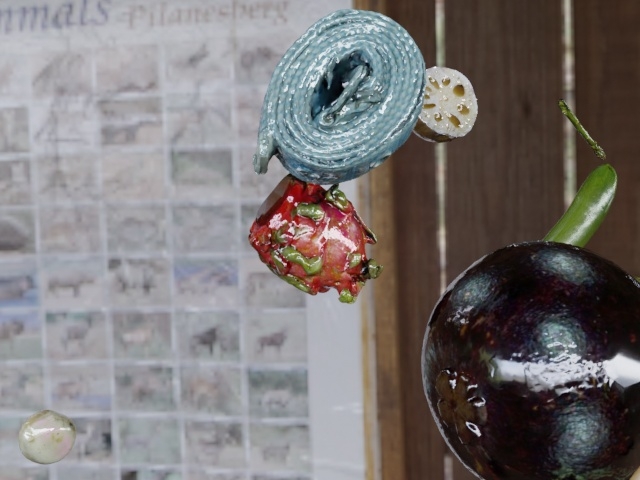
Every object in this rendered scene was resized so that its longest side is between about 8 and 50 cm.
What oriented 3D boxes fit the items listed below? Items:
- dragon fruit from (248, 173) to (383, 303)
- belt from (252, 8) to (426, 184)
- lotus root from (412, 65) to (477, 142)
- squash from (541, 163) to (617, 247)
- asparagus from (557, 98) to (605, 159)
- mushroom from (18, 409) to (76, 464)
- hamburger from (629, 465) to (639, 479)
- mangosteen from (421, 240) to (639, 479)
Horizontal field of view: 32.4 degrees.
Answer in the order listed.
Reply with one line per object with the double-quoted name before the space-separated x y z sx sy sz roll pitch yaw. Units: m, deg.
"dragon fruit" 0.000 0.000 1.519 0.172 0.160 0.166 35 -46 -21
"belt" 0.022 -0.133 1.028 0.148 0.163 0.082 12 -13 0
"lotus root" 0.200 -0.220 1.825 0.112 0.122 0.081 17 -19 -7
"squash" 0.455 -0.026 1.962 0.069 0.258 0.069 36 -7 5
"asparagus" 0.366 -0.154 1.537 0.166 0.013 0.016 37 13 -47
"mushroom" -0.398 0.285 1.599 0.083 0.083 0.067 -2 17 -27
"hamburger" 0.347 0.251 0.828 0.276 0.276 0.237 0 27 32
"mangosteen" 0.249 0.134 1.145 0.288 0.288 0.288 -1 1 0
